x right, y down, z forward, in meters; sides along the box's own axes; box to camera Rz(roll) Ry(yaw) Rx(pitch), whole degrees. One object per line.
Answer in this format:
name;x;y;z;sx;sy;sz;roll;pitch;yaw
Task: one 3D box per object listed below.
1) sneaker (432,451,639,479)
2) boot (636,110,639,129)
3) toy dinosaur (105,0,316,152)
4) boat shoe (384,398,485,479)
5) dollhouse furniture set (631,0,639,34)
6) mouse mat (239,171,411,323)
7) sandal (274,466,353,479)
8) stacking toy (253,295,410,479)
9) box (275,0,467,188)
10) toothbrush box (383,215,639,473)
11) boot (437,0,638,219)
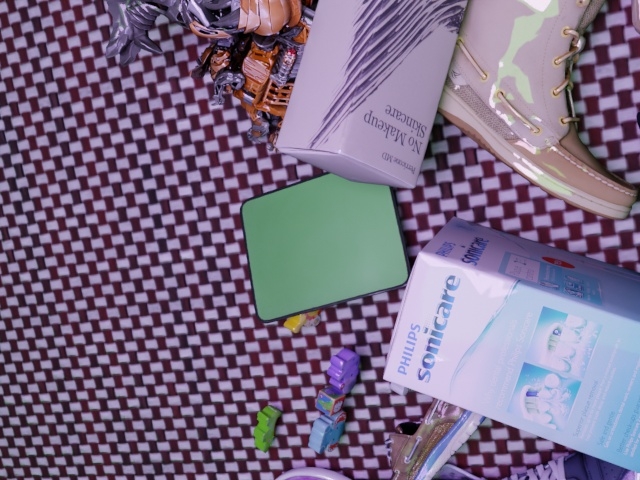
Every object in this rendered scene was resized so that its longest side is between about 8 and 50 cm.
sneaker;0.217;0.271;0.771;0.153;0.099;0.282;37;112;6
boot;0.382;-0.052;0.652;0.106;0.082;0.219;-32;111;11
toy dinosaur;-0.077;-0.242;0.725;0.219;0.164;0.321;14;115;18
boat shoe;0.110;0.234;0.822;0.066;0.066;0.183;41;103;14
dollhouse furniture set;0.402;-0.190;0.565;0.242;0.212;0.160;-7;98;-8
mouse mat;0.000;0.000;0.809;0.190;0.007;0.152;-16;73;20
sandal;0.066;0.459;0.854;0.169;0.102;0.416;-30;90;21
stacking toy;0.017;0.183;0.824;0.167;0.052;0.221;28;111;32
box;0.060;-0.195;0.671;0.094;0.113;0.275;12;86;48
toothbrush box;0.231;0.090;0.669;0.296;0.216;0.126;17;105;15
boot;0.230;-0.163;0.682;0.262;0.095;0.203;41;110;17
